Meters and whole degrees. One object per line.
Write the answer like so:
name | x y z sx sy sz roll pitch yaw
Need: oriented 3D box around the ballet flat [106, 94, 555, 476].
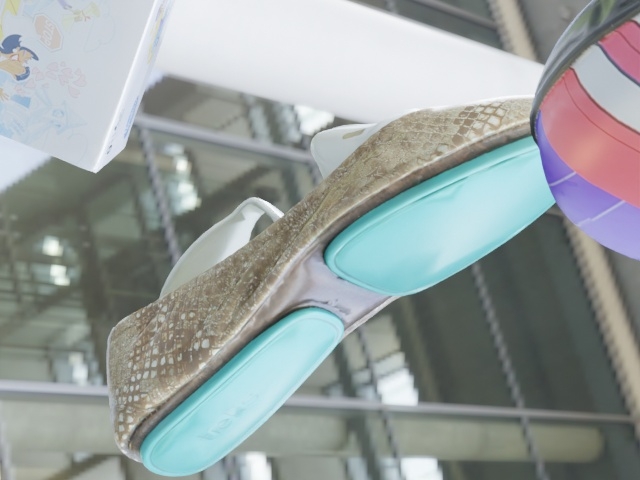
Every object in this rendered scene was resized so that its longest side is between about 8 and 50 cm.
ballet flat | 0.000 0.000 0.599 0.206 0.073 0.067 -37 -124 14

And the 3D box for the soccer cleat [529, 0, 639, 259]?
soccer cleat | 0.146 -0.007 0.316 0.318 0.109 0.116 -6 -112 55

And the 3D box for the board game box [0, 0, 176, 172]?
board game box | -0.061 -0.103 0.310 0.103 0.026 0.154 21 -74 0
